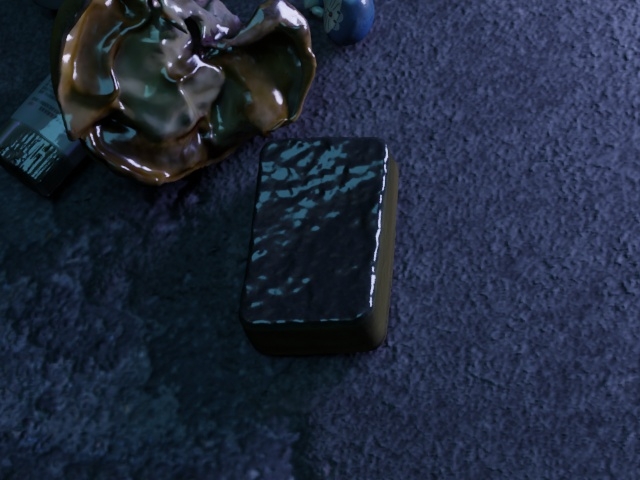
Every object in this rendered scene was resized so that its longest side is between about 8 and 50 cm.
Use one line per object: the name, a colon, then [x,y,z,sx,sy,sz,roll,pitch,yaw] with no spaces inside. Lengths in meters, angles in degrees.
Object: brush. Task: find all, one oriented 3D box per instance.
brush: [0.000,0.000,1.229,0.123,0.059,0.197,-2,62,14]

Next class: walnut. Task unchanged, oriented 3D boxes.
walnut: [-0.140,-0.153,1.297,0.204,0.238,0.141,-70,22,5]

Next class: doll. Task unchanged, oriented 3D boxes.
doll: [0.023,-0.229,1.348,0.050,0.076,0.083,1,48,-22]

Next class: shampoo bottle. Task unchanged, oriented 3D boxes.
shampoo bottle: [-0.223,-0.149,1.378,0.086,0.056,0.227,31,74,28]

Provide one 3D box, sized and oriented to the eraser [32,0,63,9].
eraser: [-0.208,-0.387,1.478,0.189,0.104,0.290,-7,60,18]
